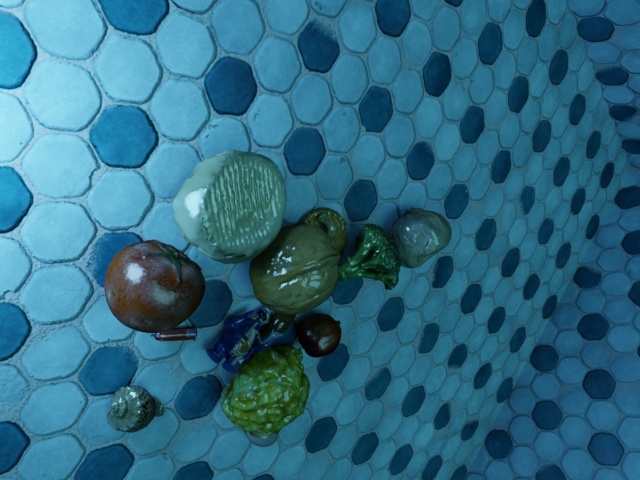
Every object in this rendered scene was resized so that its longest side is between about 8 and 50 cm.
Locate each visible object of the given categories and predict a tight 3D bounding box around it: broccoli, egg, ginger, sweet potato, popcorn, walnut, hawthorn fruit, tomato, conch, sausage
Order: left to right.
[{"bbox_3d":[-0.583,0.534,1.395,0.155,0.130,0.207,-27,150,11],"label":"conch"},{"bbox_3d":[-0.465,0.133,1.235,0.265,0.265,0.265,-12,111,-33],"label":"tomato"},{"bbox_3d":[-0.470,0.302,1.420,0.145,0.048,0.050,4,140,-36],"label":"sausage"},{"bbox_3d":[-0.221,0.732,1.695,0.135,0.103,0.103,29,87,-34],"label":"egg"},{"bbox_3d":[-0.179,0.516,1.551,0.335,0.279,0.274,-32,93,-10],"label":"popcorn"},{"bbox_3d":[-0.170,0.318,1.622,0.269,0.075,0.075,-40,124,-15],"label":"sweet potato"},{"bbox_3d":[-0.082,0.095,1.468,0.313,0.277,0.252,-21,141,13],"label":"walnut"},{"bbox_3d":[0.006,0.356,1.707,0.188,0.169,0.169,-31,120,-23],"label":"hawthorn fruit"},{"bbox_3d":[0.009,0.044,1.618,0.089,0.075,0.288,-22,122,-65],"label":"ginger"},{"bbox_3d":[0.175,0.069,1.684,0.269,0.254,0.269,-8,108,-24],"label":"broccoli"}]

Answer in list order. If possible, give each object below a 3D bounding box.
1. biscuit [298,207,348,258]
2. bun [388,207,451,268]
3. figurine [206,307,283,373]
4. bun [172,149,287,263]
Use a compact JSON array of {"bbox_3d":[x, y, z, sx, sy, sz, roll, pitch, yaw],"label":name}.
[{"bbox_3d":[0.000,0.000,1.664,0.254,0.035,0.254,-13,113,-32],"label":"biscuit"},{"bbox_3d":[0.392,-0.025,1.823,0.205,0.281,0.281,47,75,-10],"label":"bun"},{"bbox_3d":[-0.266,0.335,1.538,0.262,0.121,0.164,-33,82,-31],"label":"figurine"},{"bbox_3d":[-0.275,-0.103,1.331,0.359,0.211,0.360,-11,106,-43],"label":"bun"}]
